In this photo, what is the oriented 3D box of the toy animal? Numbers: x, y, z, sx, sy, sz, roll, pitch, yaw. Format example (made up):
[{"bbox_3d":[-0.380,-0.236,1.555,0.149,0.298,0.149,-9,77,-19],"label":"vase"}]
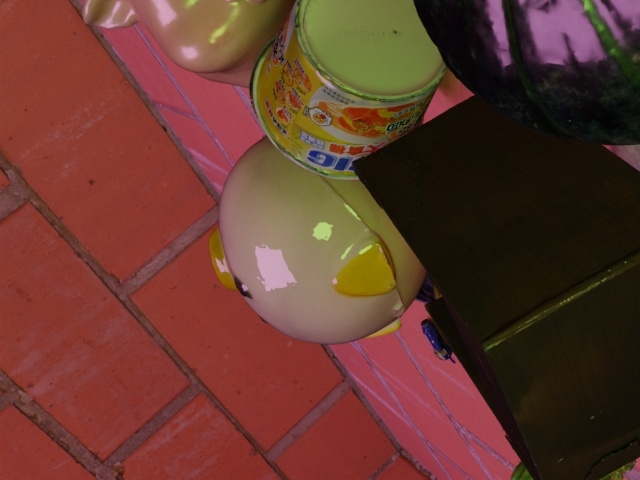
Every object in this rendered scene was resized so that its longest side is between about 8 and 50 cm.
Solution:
[{"bbox_3d":[-0.123,-0.299,0.928,0.269,0.237,0.326,32,180,-21],"label":"toy animal"}]

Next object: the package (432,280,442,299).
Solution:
[{"bbox_3d":[0.250,0.115,1.119,0.168,0.090,0.226,54,170,-10],"label":"package"}]

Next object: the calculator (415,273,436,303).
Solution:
[{"bbox_3d":[0.158,0.059,1.452,0.161,0.021,0.262,53,167,-15],"label":"calculator"}]

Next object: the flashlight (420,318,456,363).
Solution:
[{"bbox_3d":[0.246,0.217,1.581,0.121,0.035,0.057,55,167,-27],"label":"flashlight"}]

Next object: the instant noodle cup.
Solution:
[{"bbox_3d":[0.039,-0.183,0.770,0.205,0.205,0.153,49,157,4],"label":"instant noodle cup"}]

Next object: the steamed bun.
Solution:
[{"bbox_3d":[0.005,-0.004,1.123,0.334,0.334,0.374,44,172,24],"label":"steamed bun"}]

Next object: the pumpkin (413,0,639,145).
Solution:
[{"bbox_3d":[0.157,-0.171,0.364,0.250,0.216,0.250,22,122,41],"label":"pumpkin"}]

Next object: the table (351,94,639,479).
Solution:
[{"bbox_3d":[0.200,0.034,0.694,0.250,0.196,0.282,59,-178,-38],"label":"table"}]

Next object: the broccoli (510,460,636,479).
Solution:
[{"bbox_3d":[0.352,0.302,1.092,0.194,0.194,0.219,38,158,43],"label":"broccoli"}]
